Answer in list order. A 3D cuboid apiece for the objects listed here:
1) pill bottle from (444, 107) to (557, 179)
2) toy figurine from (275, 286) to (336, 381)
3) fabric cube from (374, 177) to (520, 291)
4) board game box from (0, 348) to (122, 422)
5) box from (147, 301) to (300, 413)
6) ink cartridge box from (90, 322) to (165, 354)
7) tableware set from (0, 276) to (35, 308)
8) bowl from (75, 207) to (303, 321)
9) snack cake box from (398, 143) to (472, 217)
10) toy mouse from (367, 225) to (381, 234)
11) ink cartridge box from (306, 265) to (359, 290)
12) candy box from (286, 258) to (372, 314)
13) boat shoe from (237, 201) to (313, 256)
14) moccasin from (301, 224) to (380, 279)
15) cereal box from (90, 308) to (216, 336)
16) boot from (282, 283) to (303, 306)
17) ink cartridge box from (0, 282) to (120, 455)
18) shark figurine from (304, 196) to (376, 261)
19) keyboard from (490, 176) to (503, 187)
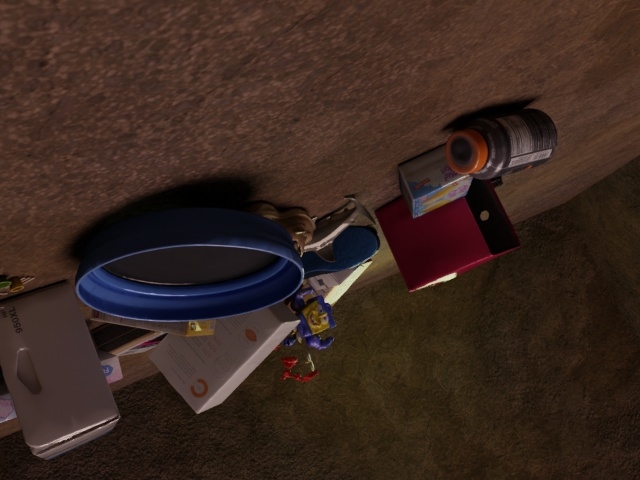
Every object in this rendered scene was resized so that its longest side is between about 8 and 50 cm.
[{"bbox_3d":[0.370,-0.199,1.414,0.246,0.130,0.130,-15,167,-36],"label":"pill bottle"},{"bbox_3d":[-0.065,0.225,2.080,0.217,0.362,0.191,-27,-179,-39],"label":"toy figurine"},{"bbox_3d":[0.357,-0.031,1.895,0.258,0.254,0.259,-30,168,32],"label":"fabric cube"},{"bbox_3d":[-0.710,0.352,1.721,0.318,0.065,0.319,-16,-171,-34],"label":"board game box"},{"bbox_3d":[-0.262,0.270,1.878,0.345,0.215,0.168,-46,166,7],"label":"box"},{"bbox_3d":[-0.493,0.252,1.919,0.193,0.088,0.235,-25,169,16],"label":"ink cartridge box"},{"bbox_3d":[-0.567,0.101,1.155,0.154,0.024,0.104,-26,169,14],"label":"tableware set"},{"bbox_3d":[-0.226,0.051,1.203,0.392,0.077,0.391,-7,158,-3],"label":"bowl"},{"bbox_3d":[0.271,-0.140,1.612,0.152,0.089,0.264,-24,170,4],"label":"snack cake box"},{"bbox_3d":[0.126,-0.013,2.102,0.143,0.031,0.161,-18,169,-27],"label":"toy mouse"},{"bbox_3d":[0.041,0.070,2.018,0.140,0.082,0.191,-42,-174,-23],"label":"ink cartridge box"},{"bbox_3d":[0.018,0.160,2.300,0.316,0.087,0.183,-51,162,25],"label":"candy box"},{"bbox_3d":[-0.092,0.000,1.450,0.122,0.110,0.341,-27,169,17],"label":"boat shoe"},{"bbox_3d":[0.005,0.026,1.841,0.342,0.137,0.117,-13,180,24],"label":"moccasin"},{"bbox_3d":[-0.386,0.183,1.593,0.240,0.047,0.173,7,176,13],"label":"cereal box"},{"bbox_3d":[-0.138,0.157,2.247,0.284,0.109,0.220,-8,159,-32],"label":"boot"},{"bbox_3d":[-0.543,0.282,1.396,0.166,0.285,0.395,-21,170,-24],"label":"ink cartridge box"},{"bbox_3d":[0.027,-0.010,1.678,0.278,0.116,0.166,-26,171,22],"label":"shark figurine"},{"bbox_3d":[0.514,-0.161,2.245,0.180,0.023,0.108,-25,163,12],"label":"keyboard"}]
